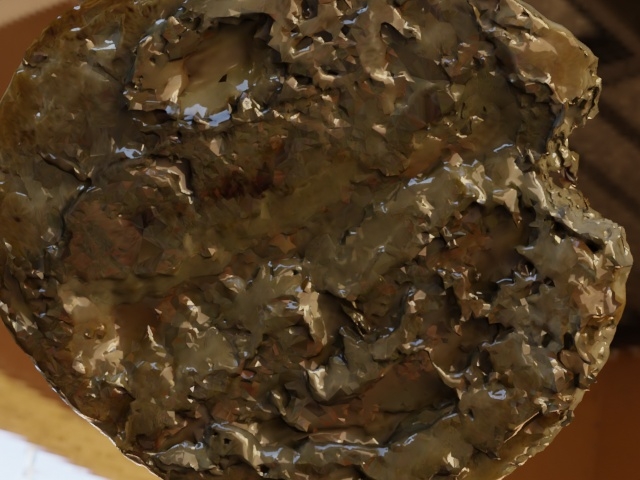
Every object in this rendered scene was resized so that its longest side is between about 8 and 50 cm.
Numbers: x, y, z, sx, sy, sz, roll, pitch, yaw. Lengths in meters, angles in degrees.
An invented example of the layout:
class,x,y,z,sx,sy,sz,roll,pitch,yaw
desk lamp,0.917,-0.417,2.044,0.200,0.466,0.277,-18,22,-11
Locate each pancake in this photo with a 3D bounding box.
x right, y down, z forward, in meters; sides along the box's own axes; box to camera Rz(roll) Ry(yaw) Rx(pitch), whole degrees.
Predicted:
class,x,y,z,sx,sy,sz,roll,pitch,yaw
pancake,0.000,0.000,0.985,0.382,0.382,0.071,11,17,2
